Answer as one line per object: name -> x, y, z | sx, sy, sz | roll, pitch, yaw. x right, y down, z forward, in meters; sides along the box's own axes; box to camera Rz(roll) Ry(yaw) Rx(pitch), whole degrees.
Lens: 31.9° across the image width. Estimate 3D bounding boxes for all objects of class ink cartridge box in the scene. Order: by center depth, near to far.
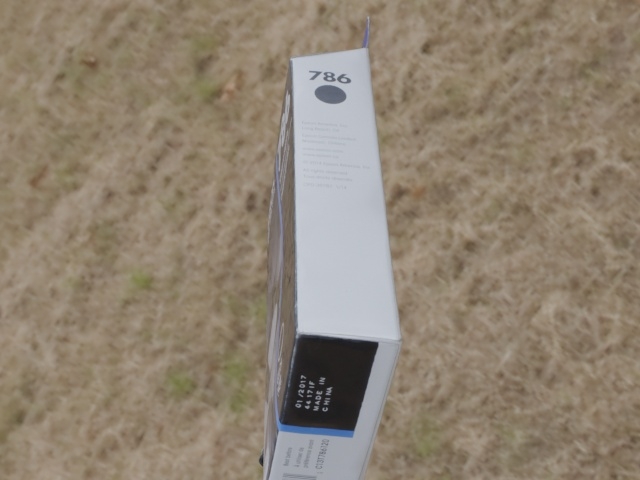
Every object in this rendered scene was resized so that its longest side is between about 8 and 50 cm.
ink cartridge box -> 0.000, 0.000, 0.748 | 0.333, 0.065, 0.165 | -91, 8, -49

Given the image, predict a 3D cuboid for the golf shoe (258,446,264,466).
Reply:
golf shoe -> -0.034, 0.313, 1.730 | 0.086, 0.067, 0.186 | -42, -1, -34
